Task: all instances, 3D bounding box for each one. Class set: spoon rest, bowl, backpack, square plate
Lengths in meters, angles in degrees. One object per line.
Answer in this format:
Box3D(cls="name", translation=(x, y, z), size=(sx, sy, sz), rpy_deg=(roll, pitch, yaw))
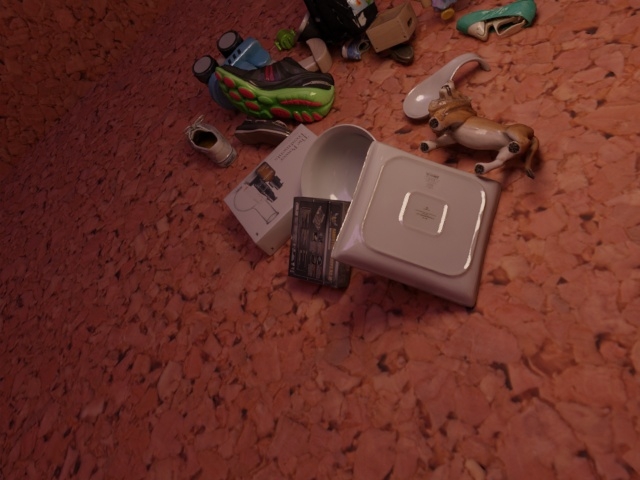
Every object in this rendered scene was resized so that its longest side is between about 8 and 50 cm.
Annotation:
Box3D(cls="spoon rest", translation=(0.367, -0.465, 1.493), size=(0.276, 0.084, 0.137), rpy_deg=(-35, 46, 9))
Box3D(cls="bowl", translation=(0.094, -0.168, 1.407), size=(0.297, 0.134, 0.298), rpy_deg=(2, 93, 39))
Box3D(cls="backpack", translation=(0.036, -0.902, 1.731), size=(0.273, 0.355, 0.290), rpy_deg=(-52, 24, -8))
Box3D(cls="square plate", translation=(0.240, -0.057, 1.188), size=(0.347, 0.049, 0.344), rpy_deg=(19, 69, 3))

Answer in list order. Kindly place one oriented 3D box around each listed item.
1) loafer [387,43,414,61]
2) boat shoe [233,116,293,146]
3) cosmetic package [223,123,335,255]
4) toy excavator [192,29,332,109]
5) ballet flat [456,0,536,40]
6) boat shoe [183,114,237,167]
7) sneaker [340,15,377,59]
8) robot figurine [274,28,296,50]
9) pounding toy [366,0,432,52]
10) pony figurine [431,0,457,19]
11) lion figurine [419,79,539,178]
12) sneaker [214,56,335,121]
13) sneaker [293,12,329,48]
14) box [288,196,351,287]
Box3D(cls="loafer", translation=(0.276, -0.636, 1.699), size=(0.056, 0.050, 0.148), rpy_deg=(-35, 42, 3))
Box3D(cls="boat shoe", translation=(-0.198, -0.411, 1.841), size=(0.335, 0.112, 0.096), rpy_deg=(14, 73, 44))
Box3D(cls="cosmetic package", translation=(-0.110, -0.173, 1.623), size=(0.377, 0.097, 0.284), rpy_deg=(-44, 48, 1))
Box3D(cls="toy excavator", translation=(-0.223, -0.673, 2.008), size=(0.433, 0.222, 0.445), rpy_deg=(-47, 59, -3))
Box3D(cls="ballet flat", translation=(0.525, -0.660, 1.522), size=(0.247, 0.083, 0.087), rpy_deg=(-1, 74, 37))
Box3D(cls="boat shoe", translation=(-0.481, -0.419, 2.016), size=(0.136, 0.156, 0.367), rpy_deg=(-46, 45, -1))
Box3D(cls="sneaker", translation=(0.161, -0.752, 1.860), size=(0.081, 0.080, 0.211), rpy_deg=(29, 79, 23))
Box3D(cls="robot figurine", translation=(-0.152, -0.871, 2.160), size=(0.101, 0.067, 0.115), rpy_deg=(-38, 45, 6))
Box3D(cls="pounding toy", translation=(0.285, -0.735, 1.669), size=(0.206, 0.094, 0.181), rpy_deg=(-8, 41, 39))
Box3D(cls="pony figurine", translation=(0.426, -0.927, 1.675), size=(0.350, 0.303, 0.364), rpy_deg=(-16, 66, 16))
Box3D(cls="lion figurine", translation=(0.422, -0.276, 1.290), size=(0.240, 0.142, 0.392), rpy_deg=(-27, 51, -37))
Box3D(cls="sneaker", translation=(-0.165, -0.568, 1.849), size=(0.482, 0.185, 0.202), rpy_deg=(16, 61, 16))
Box3D(cls="sneaker", translation=(-0.021, -0.830, 2.026), size=(0.105, 0.146, 0.296), rpy_deg=(-62, 13, 10))
Box3D(cls="box", translation=(0.000, 0.000, 1.371), size=(0.183, 0.056, 0.231), rpy_deg=(9, 98, 39))
